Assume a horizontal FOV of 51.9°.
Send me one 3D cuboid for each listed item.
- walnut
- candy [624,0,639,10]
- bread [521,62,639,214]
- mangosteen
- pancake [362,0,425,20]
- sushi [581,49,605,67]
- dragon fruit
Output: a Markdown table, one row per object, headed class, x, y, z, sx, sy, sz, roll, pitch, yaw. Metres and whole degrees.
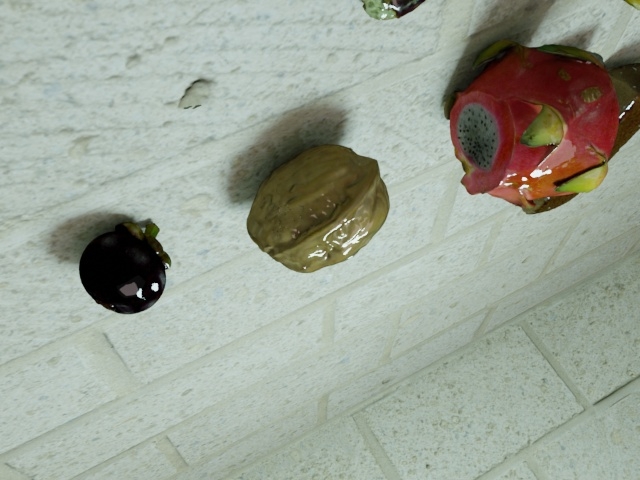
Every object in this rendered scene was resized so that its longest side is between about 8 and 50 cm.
| class | x | y | z | sx | sy | sz | roll | pitch | yaw |
| --- | --- | --- | --- | --- | --- | --- | --- | --- | --- |
| walnut | -0.001 | -0.052 | 1.080 | 0.245 | 0.198 | 0.198 | -39 | 153 | 13 |
| candy | 0.580 | -0.495 | 1.052 | 0.260 | 0.118 | 0.260 | -28 | 150 | -18 |
| bread | 0.624 | -0.229 | 1.547 | 0.165 | 0.113 | 0.416 | -14 | 149 | -32 |
| mangosteen | -0.291 | 0.036 | 1.005 | 0.151 | 0.137 | 0.137 | -59 | 165 | -27 |
| pancake | 0.179 | -0.446 | 0.744 | 0.427 | 0.066 | 0.305 | -40 | 152 | 17 |
| sushi | 0.471 | -0.312 | 1.264 | 0.150 | 0.090 | 0.078 | -22 | 148 | -17 |
| dragon fruit | 0.336 | -0.196 | 1.126 | 0.189 | 0.290 | 0.290 | -10 | 146 | -31 |
